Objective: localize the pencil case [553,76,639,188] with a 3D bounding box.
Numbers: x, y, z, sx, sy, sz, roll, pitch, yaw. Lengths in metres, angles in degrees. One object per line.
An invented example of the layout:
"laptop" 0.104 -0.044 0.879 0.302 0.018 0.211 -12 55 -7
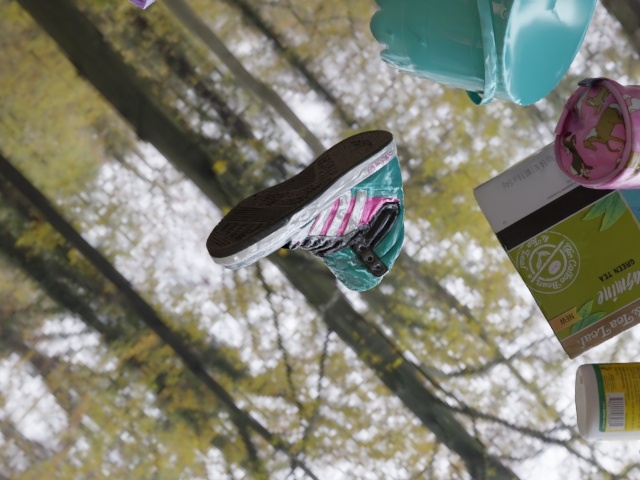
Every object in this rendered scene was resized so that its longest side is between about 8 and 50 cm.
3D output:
"pencil case" 0.525 -0.155 1.658 0.160 0.386 0.167 -38 -121 58

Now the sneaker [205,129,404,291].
"sneaker" 0.000 0.000 1.487 0.296 0.178 0.124 -33 -151 -25

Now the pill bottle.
"pill bottle" 0.489 0.236 1.708 0.209 0.117 0.117 -2 -149 3

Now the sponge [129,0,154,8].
"sponge" -0.170 -0.267 1.012 0.031 0.117 0.210 -60 -175 26

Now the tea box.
"tea box" 0.472 -0.030 1.905 0.329 0.323 0.220 -32 179 11

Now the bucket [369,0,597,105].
"bucket" 0.209 -0.305 1.425 0.183 0.281 0.281 25 -114 31
